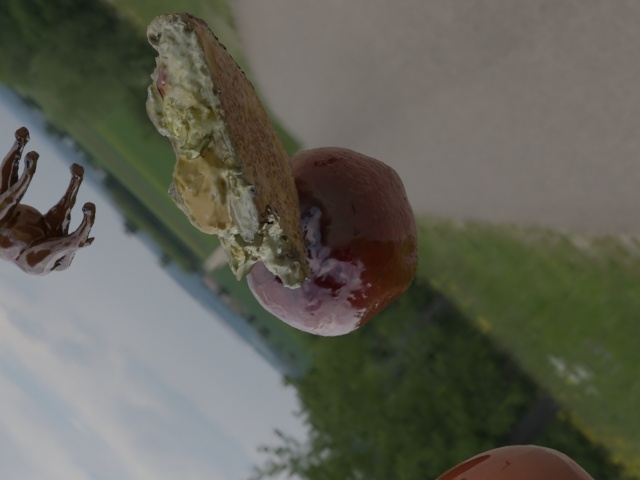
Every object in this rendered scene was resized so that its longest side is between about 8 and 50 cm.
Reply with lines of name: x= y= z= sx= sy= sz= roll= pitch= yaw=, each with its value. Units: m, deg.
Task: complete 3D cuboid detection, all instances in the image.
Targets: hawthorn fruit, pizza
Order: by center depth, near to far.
pizza: x=-0.086 y=-0.068 z=1.485 sx=0.323 sy=0.089 sz=0.223 roll=53 pitch=-158 yaw=-63
hawthorn fruit: x=0.000 y=0.000 z=1.832 sx=0.215 sy=0.215 sz=0.250 roll=43 pitch=-156 yaw=14

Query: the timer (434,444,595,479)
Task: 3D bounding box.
timer: x=0.164 y=0.294 z=1.378 sx=0.229 sy=0.215 sz=0.229 roll=49 pitch=175 yaw=6

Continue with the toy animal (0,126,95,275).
toy animal: x=-0.354 y=-0.029 z=1.643 sx=0.224 sy=0.230 sz=0.066 roll=39 pitch=-146 yaw=-11
